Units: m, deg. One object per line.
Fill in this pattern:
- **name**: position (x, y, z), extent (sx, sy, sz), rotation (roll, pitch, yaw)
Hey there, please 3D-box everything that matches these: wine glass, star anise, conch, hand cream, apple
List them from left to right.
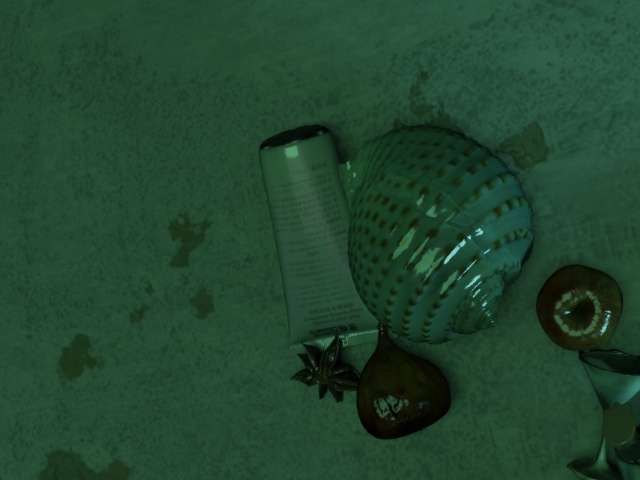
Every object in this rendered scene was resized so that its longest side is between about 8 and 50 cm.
- **hand cream**: position (0.000, 0.000, 1.677), extent (0.185, 0.118, 0.359), rotation (-11, 100, 13)
- **star anise**: position (0.001, 0.210, 1.705), extent (0.129, 0.056, 0.124), rotation (-21, 109, 33)
- **conch**: position (0.166, -0.018, 1.540), extent (0.303, 0.215, 0.319), rotation (-41, 94, -1)
- **apple**: position (0.377, 0.098, 1.550), extent (0.126, 0.102, 0.126), rotation (1, 92, 13)
- **wine glass**: position (0.419, 0.259, 1.540), extent (0.122, 0.122, 0.183), rotation (9, 99, 18)

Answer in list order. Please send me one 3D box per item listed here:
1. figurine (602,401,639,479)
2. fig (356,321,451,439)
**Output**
- **figurine**: position (0.513, 0.434, 1.337), extent (0.266, 0.378, 0.361), rotation (-28, 114, 24)
- **fig**: position (0.106, 0.202, 1.640), extent (0.146, 0.134, 0.201), rotation (-18, 73, -23)
